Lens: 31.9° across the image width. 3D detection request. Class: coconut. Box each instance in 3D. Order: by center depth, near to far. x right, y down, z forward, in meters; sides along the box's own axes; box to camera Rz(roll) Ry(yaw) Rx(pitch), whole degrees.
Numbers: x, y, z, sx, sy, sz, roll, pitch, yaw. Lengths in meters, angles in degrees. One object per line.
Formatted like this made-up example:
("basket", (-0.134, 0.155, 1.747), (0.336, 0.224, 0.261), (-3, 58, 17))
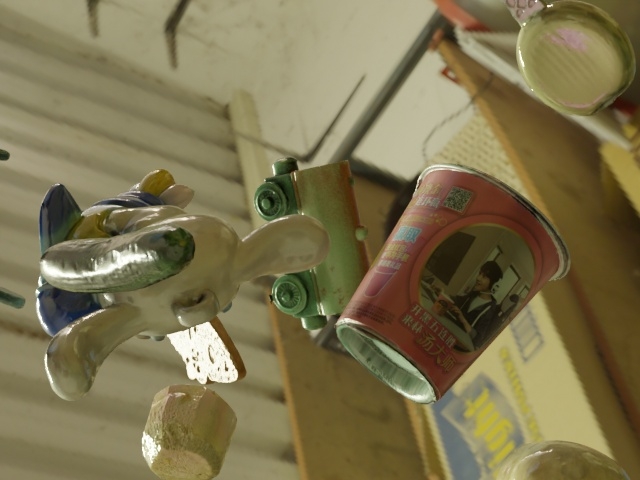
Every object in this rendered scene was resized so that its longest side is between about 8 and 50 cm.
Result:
("coconut", (-0.169, 0.246, 1.462), (0.116, 0.116, 0.122), (28, -137, -14))

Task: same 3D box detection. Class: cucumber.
("cucumber", (-0.187, 0.019, 0.998), (0.056, 0.284, 0.056), (4, -97, -36))

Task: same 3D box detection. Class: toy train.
("toy train", (0.000, 0.000, 1.804), (0.116, 0.177, 0.286), (-15, -85, -60))

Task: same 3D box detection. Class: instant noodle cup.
("instant noodle cup", (0.155, 0.064, 1.441), (0.244, 0.244, 0.255), (38, -108, 6))

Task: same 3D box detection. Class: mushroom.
("mushroom", (0.414, 0.467, 1.923), (0.254, 0.234, 0.260), (6, 163, 47))

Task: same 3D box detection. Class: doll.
("doll", (-0.228, 0.038, 1.421), (0.376, 0.187, 0.365), (-9, -157, -35))

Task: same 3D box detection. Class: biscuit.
("biscuit", (-0.180, 0.149, 1.697), (0.035, 0.162, 0.250), (-18, -149, -29))

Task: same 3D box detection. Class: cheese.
("cheese", (0.291, -0.258, 1.401), (0.227, 0.137, 0.064), (44, -146, -9))

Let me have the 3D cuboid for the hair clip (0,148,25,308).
("hair clip", (-0.589, -0.038, 1.574), (0.392, 0.239, 0.318), (4, -172, -45))
